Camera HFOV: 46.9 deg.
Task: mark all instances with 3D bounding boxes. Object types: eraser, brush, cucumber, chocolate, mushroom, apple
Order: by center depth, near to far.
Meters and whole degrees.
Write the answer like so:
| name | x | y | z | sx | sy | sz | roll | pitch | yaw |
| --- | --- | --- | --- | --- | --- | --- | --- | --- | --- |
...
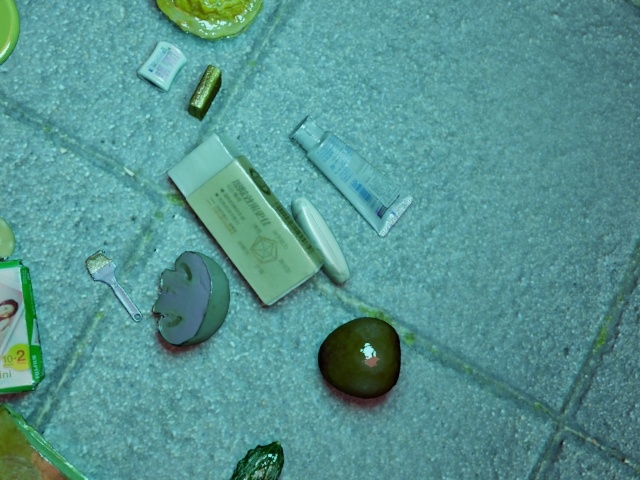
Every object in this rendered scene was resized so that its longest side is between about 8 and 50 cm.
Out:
| name | x | y | z | sx | sy | sz | roll | pitch | yaw |
| --- | --- | --- | --- | --- | --- | --- | --- | --- | --- |
| apple | -0.526 | 0.464 | 1.370 | 0.346 | 0.254 | 0.179 | 46 | 35 | -7 |
| cucumber | -0.183 | 0.551 | 1.458 | 0.096 | 0.096 | 0.359 | 33 | 77 | -8 |
| mushroom | -0.243 | 0.122 | 1.467 | 0.117 | 0.141 | 0.188 | 23 | 81 | -44 |
| brush | -0.409 | 0.095 | 1.481 | 0.051 | 0.014 | 0.164 | -37 | 95 | -12 |
| eraser | -0.150 | -0.045 | 1.491 | 0.144 | 0.078 | 0.343 | -35 | 93 | 17 |
| chocolate | 0.078 | 0.238 | 1.506 | 0.177 | 0.177 | 0.176 | 1 | 85 | -12 |

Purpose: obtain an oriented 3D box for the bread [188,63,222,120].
| name | x | y | z | sx | sy | sz | roll | pitch | yaw |
| --- | --- | --- | --- | --- | --- | --- | --- | --- | --- |
| bread | -0.236 | -0.302 | 1.512 | 0.035 | 0.090 | 0.094 | 27 | 80 | -5 |

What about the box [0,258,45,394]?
| name | x | y | z | sx | sy | sz | roll | pitch | yaw |
| --- | --- | --- | --- | --- | --- | --- | --- | --- | --- |
| box | -0.622 | 0.167 | 1.383 | 0.180 | 0.103 | 0.250 | -7 | 87 | -12 |

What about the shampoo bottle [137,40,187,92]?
| name | x | y | z | sx | sy | sz | roll | pitch | yaw |
| --- | --- | --- | --- | --- | --- | --- | --- | --- | --- |
| shampoo bottle | -0.322 | -0.364 | 1.521 | 0.072 | 0.043 | 0.099 | 32 | 79 | -9 |

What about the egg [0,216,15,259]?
| name | x | y | z | sx | sy | sz | roll | pitch | yaw |
| --- | --- | --- | --- | --- | --- | --- | --- | --- | --- |
| egg | -0.626 | -0.006 | 1.407 | 0.080 | 0.080 | 0.096 | -5 | 78 | -13 |

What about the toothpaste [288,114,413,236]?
| name | x | y | z | sx | sy | sz | roll | pitch | yaw |
| --- | --- | --- | --- | --- | --- | --- | --- | --- | --- |
| toothpaste | 0.063 | -0.145 | 1.583 | 0.299 | 0.073 | 0.114 | 42 | 78 | -14 |

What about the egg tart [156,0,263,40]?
| name | x | y | z | sx | sy | sz | roll | pitch | yaw |
| --- | --- | --- | --- | --- | --- | --- | --- | --- | --- |
| egg tart | -0.229 | -0.526 | 1.524 | 0.241 | 0.106 | 0.241 | 0 | 87 | -10 |

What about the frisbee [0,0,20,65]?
| name | x | y | z | sx | sy | sz | roll | pitch | yaw |
| --- | --- | --- | --- | --- | --- | --- | --- | --- | --- |
| frisbee | -0.717 | -0.431 | 1.452 | 0.236 | 0.017 | 0.235 | 1 | 85 | -13 |

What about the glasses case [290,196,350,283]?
| name | x | y | z | sx | sy | sz | roll | pitch | yaw |
| --- | --- | --- | --- | --- | --- | --- | --- | --- | --- |
| glasses case | 0.000 | 0.000 | 1.546 | 0.051 | 0.081 | 0.204 | -31 | 91 | -15 |
